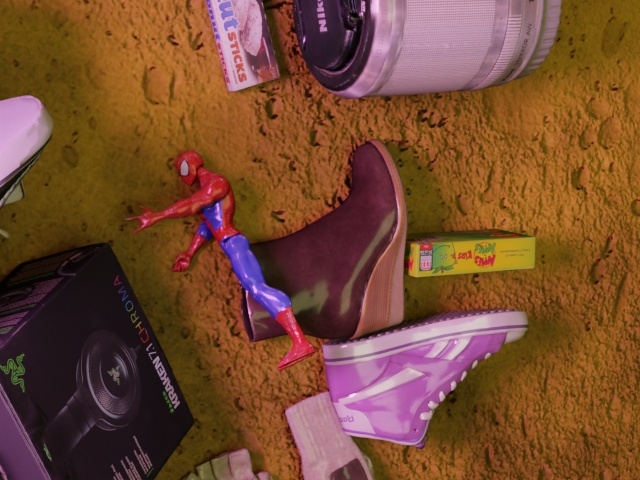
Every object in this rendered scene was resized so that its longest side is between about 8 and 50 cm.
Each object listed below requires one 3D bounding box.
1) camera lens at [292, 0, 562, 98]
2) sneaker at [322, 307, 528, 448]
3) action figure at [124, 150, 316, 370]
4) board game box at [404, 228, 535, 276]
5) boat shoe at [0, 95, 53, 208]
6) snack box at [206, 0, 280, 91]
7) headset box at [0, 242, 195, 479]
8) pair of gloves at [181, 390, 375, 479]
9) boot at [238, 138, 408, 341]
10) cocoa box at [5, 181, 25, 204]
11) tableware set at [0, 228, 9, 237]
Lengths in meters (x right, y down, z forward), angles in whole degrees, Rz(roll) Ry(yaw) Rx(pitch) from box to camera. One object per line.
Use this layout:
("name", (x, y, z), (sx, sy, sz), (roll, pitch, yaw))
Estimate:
("camera lens", (0.119, -0.284, 1.642), (0.274, 0.219, 0.219), (-7, 100, -27))
("sneaker", (0.146, 0.179, 1.776), (0.282, 0.102, 0.161), (-13, 91, -15))
("action figure", (-0.126, 0.033, 1.609), (0.139, 0.091, 0.280), (-24, 82, -7))
("board game box", (0.178, 0.015, 1.783), (0.181, 0.092, 0.043), (-4, 99, -28))
("boat shoe", (-0.350, -0.003, 1.234), (0.306, 0.113, 0.105), (-43, 128, -10))
("snack box", (-0.100, -0.272, 1.639), (0.064, 0.022, 0.178), (-20, 106, -23))
("headset box", (-0.287, 0.178, 1.455), (0.246, 0.131, 0.283), (67, 27, -17))
("pair of gloves", (-0.037, 0.325, 1.727), (0.240, 0.042, 0.204), (-31, 96, -26))
("boot", (0.000, 0.000, 1.692), (0.207, 0.090, 0.248), (-3, 87, -19))
("cocoa box", (-0.504, -0.109, 1.326), (0.347, 0.231, 0.227), (-19, 106, -24))
("tableware set", (-0.424, 0.024, 1.508), (0.104, 0.024, 0.154), (37, 80, -23))
